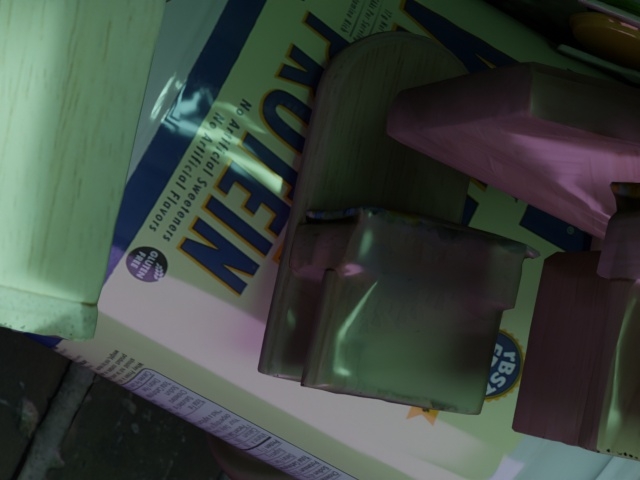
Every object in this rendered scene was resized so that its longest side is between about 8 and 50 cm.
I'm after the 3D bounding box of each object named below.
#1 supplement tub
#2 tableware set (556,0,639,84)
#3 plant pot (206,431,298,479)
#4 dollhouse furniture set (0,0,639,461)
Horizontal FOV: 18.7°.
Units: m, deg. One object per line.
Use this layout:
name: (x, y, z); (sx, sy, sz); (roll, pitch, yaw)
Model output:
supplement tub: (0.031, 0.000, 0.899); (0.325, 0.235, 0.235); (29, 171, -10)
tableware set: (0.154, -0.087, 0.780); (0.104, 0.024, 0.154); (22, 170, 3)
plant pot: (0.000, 0.000, 1.120); (0.229, 0.263, 0.263); (51, 160, -25)
dollhouse furniture set: (0.067, -0.070, 0.589); (0.394, 0.256, 0.362); (13, 176, -17)
